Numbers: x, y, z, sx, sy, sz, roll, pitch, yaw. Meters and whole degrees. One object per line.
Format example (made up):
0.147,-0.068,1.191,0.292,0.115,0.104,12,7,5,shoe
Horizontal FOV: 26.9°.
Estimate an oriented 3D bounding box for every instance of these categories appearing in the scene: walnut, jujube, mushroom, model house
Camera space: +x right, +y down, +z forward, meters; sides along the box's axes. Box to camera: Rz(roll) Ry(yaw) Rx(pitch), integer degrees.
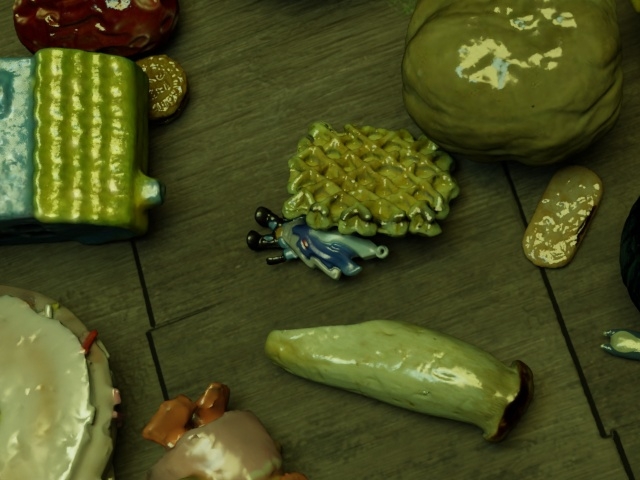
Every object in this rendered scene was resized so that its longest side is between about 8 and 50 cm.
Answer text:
0.240,-0.230,1.656,0.277,0.253,0.282,8,72,13,walnut
-0.313,-0.324,1.866,0.230,0.155,0.155,-7,68,21,jujube
0.096,0.151,1.632,0.333,0.087,0.107,17,74,19,mushroom
-0.352,-0.112,1.752,0.303,0.215,0.237,-2,79,6,model house

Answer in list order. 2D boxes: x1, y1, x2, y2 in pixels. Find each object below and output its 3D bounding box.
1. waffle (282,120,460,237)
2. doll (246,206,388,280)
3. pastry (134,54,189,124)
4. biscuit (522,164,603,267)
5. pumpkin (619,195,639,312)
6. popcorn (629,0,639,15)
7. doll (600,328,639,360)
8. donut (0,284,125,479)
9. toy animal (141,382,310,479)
0.067,-0.072,1.706,0.223,0.054,0.204,6,40,6,waffle
0.000,0.000,1.718,0.195,0.070,0.096,11,71,26,doll
-0.231,-0.208,1.853,0.097,0.057,0.109,-34,69,-7,pastry
0.307,-0.031,1.693,0.071,0.018,0.147,22,76,21,biscuit
0.468,0.000,1.527,0.248,0.248,0.248,-4,68,10,pumpkin
0.518,-0.368,1.637,0.294,0.292,0.334,0,64,17,popcorn
0.400,0.129,1.606,0.125,0.027,0.037,9,78,14,doll
-0.422,0.237,1.671,0.383,0.142,0.382,-4,69,9,donut
-0.086,0.309,1.570,0.281,0.195,0.169,37,120,26,toy animal
